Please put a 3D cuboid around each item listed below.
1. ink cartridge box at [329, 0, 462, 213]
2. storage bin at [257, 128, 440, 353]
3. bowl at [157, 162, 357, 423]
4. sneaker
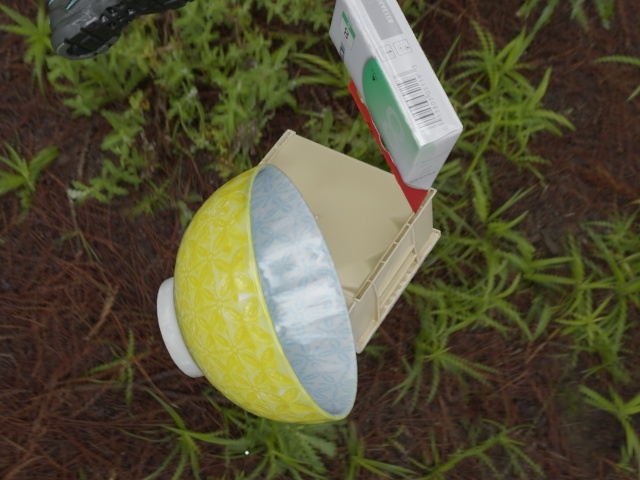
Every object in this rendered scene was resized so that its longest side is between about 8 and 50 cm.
[{"bbox_3d":[0.062,-0.134,1.009,0.056,0.224,0.181,-21,74,-15],"label":"ink cartridge box"},{"bbox_3d":[0.000,0.000,1.439,0.262,0.123,0.260,25,60,21],"label":"storage bin"},{"bbox_3d":[-0.084,0.074,1.071,0.156,0.289,0.289,-18,79,15],"label":"bowl"},{"bbox_3d":[-0.258,-0.343,1.295,0.267,0.101,0.106,-24,72,18],"label":"sneaker"}]
